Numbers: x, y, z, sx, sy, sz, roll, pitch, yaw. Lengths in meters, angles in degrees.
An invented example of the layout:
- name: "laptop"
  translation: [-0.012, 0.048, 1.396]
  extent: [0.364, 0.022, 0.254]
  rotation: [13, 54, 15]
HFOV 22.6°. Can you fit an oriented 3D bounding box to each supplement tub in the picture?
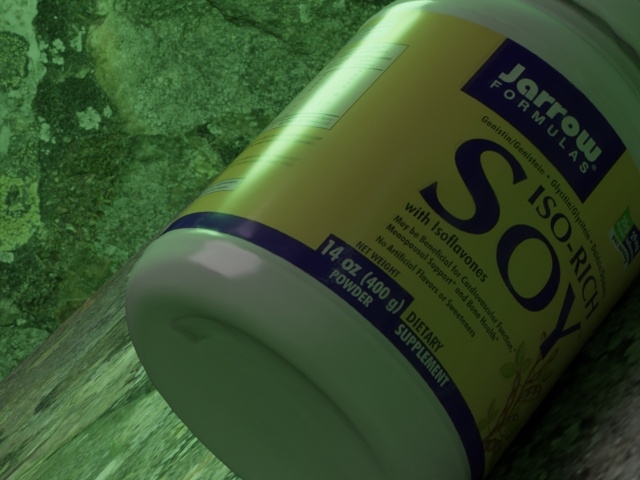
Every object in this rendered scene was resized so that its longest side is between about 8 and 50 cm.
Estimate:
- name: "supplement tub"
  translation: [0.066, -0.004, 0.991]
  extent: [0.331, 0.241, 0.241]
  rotation: [-48, 10, -27]
